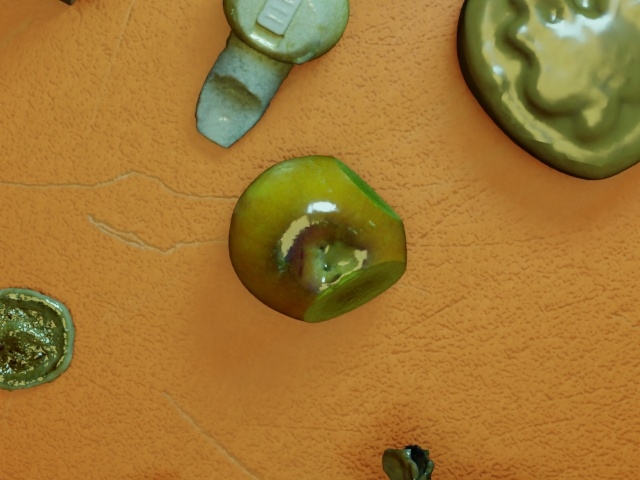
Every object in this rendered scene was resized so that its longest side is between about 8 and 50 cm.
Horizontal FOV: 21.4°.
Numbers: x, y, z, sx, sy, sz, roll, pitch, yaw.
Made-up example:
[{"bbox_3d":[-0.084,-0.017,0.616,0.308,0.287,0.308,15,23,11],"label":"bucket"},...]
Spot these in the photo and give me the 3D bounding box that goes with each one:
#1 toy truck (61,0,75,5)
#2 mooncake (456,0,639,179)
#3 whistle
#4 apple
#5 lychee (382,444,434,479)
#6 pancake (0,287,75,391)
[{"bbox_3d":[-0.188,-0.393,1.535,0.184,0.133,0.338,37,93,-3],"label":"toy truck"},{"bbox_3d":[0.247,-0.168,1.565,0.235,0.117,0.234,0,91,-2],"label":"mooncake"},{"bbox_3d":[-0.049,-0.188,1.578,0.123,0.123,0.223,29,114,-2],"label":"whistle"},{"bbox_3d":[-0.005,0.004,1.556,0.163,0.147,0.146,45,93,-5],"label":"apple"},{"bbox_3d":[0.140,0.365,1.530,0.270,0.270,0.320,-17,128,1],"label":"lychee"},{"bbox_3d":[-0.287,0.093,1.625,0.108,0.017,0.108,0,98,1],"label":"pancake"}]
